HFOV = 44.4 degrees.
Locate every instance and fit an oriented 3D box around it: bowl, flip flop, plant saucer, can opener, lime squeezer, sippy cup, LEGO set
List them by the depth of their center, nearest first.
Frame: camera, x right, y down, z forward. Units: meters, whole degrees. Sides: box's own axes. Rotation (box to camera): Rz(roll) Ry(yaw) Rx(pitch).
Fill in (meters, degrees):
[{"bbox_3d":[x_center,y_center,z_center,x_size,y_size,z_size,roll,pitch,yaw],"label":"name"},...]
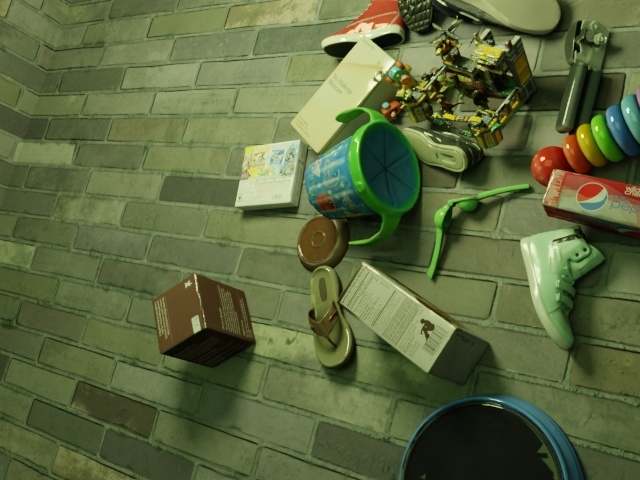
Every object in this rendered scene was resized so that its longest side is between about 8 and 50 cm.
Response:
[{"bbox_3d":[0.332,0.503,1.579,0.391,0.077,0.391,-14,65,33],"label":"bowl"},{"bbox_3d":[0.578,-0.358,1.741,0.093,0.074,0.281,159,128,-70],"label":"can opener"},{"bbox_3d":[0.331,-0.056,1.808,0.310,0.059,0.110,-44,52,14],"label":"lime squeezer"},{"bbox_3d":[0.326,-0.380,1.814,0.255,0.192,0.331,-43,46,-7],"label":"LEGO set"},{"bbox_3d":[0.090,-0.154,1.934,0.224,0.240,0.306,-15,41,43],"label":"sippy cup"},{"bbox_3d":[0.011,0.186,1.940,0.112,0.080,0.277,-23,60,29],"label":"flip flop"},{"bbox_3d":[0.000,0.000,2.055,0.168,0.029,0.169,-15,64,32],"label":"plant saucer"}]

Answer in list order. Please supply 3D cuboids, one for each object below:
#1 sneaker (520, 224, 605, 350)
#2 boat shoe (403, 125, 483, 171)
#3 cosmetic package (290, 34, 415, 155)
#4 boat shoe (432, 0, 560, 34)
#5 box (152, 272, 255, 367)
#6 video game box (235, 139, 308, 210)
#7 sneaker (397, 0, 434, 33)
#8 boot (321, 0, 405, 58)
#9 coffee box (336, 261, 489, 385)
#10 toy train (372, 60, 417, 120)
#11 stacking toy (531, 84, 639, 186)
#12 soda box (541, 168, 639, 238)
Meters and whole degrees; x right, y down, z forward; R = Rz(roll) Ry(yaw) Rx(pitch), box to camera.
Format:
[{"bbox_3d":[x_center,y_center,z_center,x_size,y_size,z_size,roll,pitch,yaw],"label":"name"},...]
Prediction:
[{"bbox_3d":[0.509,0.087,1.594,0.151,0.094,0.256,-22,62,26],"label":"sneaker"},{"bbox_3d":[0.293,-0.229,1.906,0.079,0.084,0.233,-32,37,-24],"label":"boat shoe"},{"bbox_3d":[0.083,-0.368,2.080,0.309,0.113,0.160,-50,51,12],"label":"cosmetic package"},{"bbox_3d":[0.419,-0.582,1.915,0.340,0.158,0.127,31,88,12],"label":"boat shoe"},{"bbox_3d":[-0.311,0.217,2.092,0.167,0.203,0.169,-31,56,25],"label":"box"},{"bbox_3d":[-0.140,-0.182,2.219,0.205,0.048,0.187,-2,74,36],"label":"video game box"},{"bbox_3d":[0.269,-0.692,2.076,0.107,0.124,0.284,-9,92,43],"label":"sneaker"},{"bbox_3d":[0.119,-0.607,2.165,0.244,0.088,0.176,-8,68,26],"label":"boot"},{"bbox_3d":[0.201,0.183,1.742,0.297,0.168,0.119,35,95,41],"label":"coffee box"},{"bbox_3d":[0.193,-0.371,1.982,0.125,0.166,0.046,-31,53,-6],"label":"toy train"},{"bbox_3d":[0.594,-0.210,1.635,0.330,0.141,0.141,-29,57,34],"label":"stacking toy"},{"bbox_3d":[0.586,-0.066,1.563,0.263,0.092,0.084,17,83,26],"label":"soda box"}]
